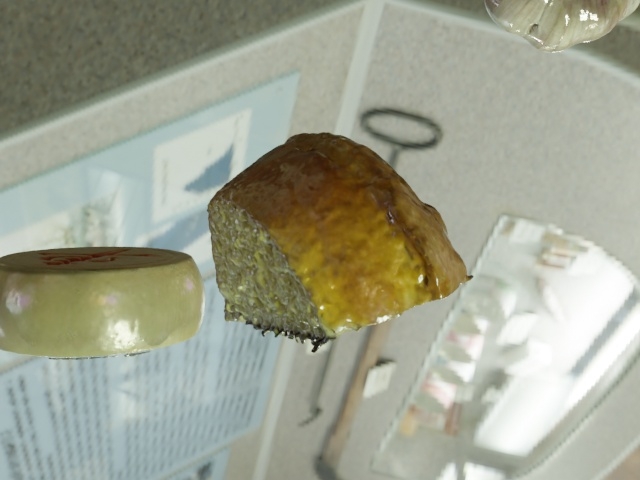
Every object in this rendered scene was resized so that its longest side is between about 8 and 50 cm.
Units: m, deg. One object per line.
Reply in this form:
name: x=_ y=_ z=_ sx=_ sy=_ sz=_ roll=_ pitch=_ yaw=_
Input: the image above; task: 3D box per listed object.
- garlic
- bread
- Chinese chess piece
garlic: x=0.307 y=-0.381 z=1.543 sx=0.245 sy=0.245 sz=0.253 roll=16 pitch=162 yaw=0
bread: x=-0.005 y=-0.008 z=0.886 sx=0.134 sy=0.129 sz=0.260 roll=67 pitch=160 yaw=-6
Chinese chess piece: x=-0.257 y=0.065 z=1.404 sx=0.250 sy=0.097 sz=0.251 roll=-1 pitch=-173 yaw=0
